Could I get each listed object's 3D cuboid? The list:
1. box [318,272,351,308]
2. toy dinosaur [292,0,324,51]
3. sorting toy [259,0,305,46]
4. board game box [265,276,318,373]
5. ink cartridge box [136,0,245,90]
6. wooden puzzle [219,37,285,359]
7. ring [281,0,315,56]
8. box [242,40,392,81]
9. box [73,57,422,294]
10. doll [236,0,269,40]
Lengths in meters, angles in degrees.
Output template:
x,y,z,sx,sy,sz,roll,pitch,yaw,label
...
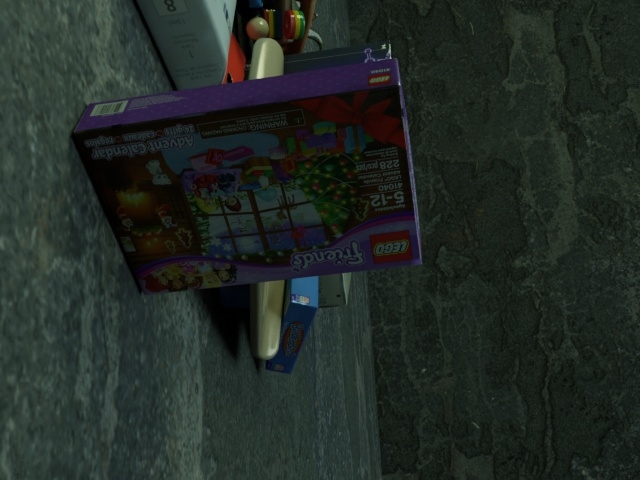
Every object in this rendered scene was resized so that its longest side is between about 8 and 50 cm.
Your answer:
x,y,z,sx,sy,sz,roll,pitch,yaw,label
0.000,0.000,1.582,0.311,0.121,0.148,-77,159,-63,box
-0.068,-0.527,1.613,0.160,0.121,0.314,-53,143,-59,toy dinosaur
-0.094,-0.405,1.325,0.274,0.046,0.132,-159,-114,-69,sorting toy
-0.046,0.086,1.248,0.210,0.047,0.160,-91,-163,-50,board game box
-0.135,-0.305,1.047,0.385,0.091,0.308,70,17,-51,ink cartridge box
-0.095,-0.049,1.058,0.348,0.080,0.322,89,3,-54,wooden puzzle
-0.064,-0.477,1.371,0.336,0.032,0.337,179,-90,-72,ring
-0.002,-0.218,1.271,0.103,0.261,0.184,69,17,-57,box
-0.058,-0.052,0.730,0.057,0.293,0.201,-87,167,-51,box
-0.120,-0.423,1.252,0.129,0.046,0.189,166,-86,-72,doll
